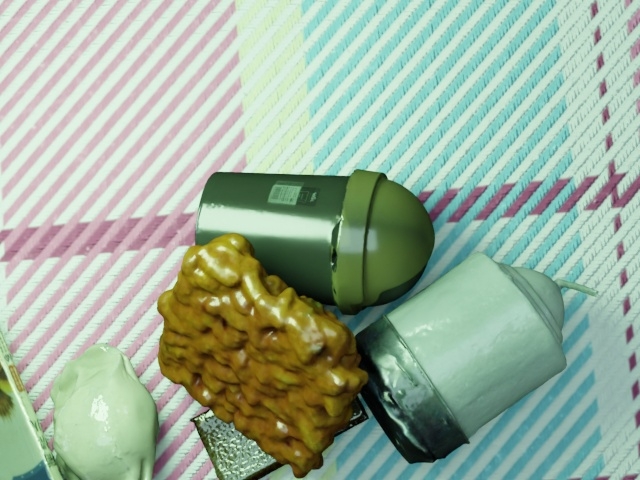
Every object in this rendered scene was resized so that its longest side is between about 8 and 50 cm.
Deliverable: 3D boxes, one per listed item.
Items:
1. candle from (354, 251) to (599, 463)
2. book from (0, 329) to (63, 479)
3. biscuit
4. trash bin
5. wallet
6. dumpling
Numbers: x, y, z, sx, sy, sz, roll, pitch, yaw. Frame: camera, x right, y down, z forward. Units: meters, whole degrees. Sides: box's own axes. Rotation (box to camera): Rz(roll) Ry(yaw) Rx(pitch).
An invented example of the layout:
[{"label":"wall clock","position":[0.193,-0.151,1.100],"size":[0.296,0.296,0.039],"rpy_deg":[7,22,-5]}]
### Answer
[{"label":"candle","position":[0.214,0.149,1.664],"size":[0.342,0.221,0.221],"rpy_deg":[-34,82,-3]},{"label":"book","position":[-0.536,0.353,1.756],"size":[0.300,0.039,0.428],"rpy_deg":[-30,77,14]},{"label":"biscuit","position":[-0.086,0.157,1.627],"size":[0.312,0.318,0.110],"rpy_deg":[36,45,13]},{"label":"trash bin","position":[0.000,0.000,1.704],"size":[0.333,0.214,0.214],"rpy_deg":[3,84,11]},{"label":"wallet","position":[-0.062,0.269,1.764],"size":[0.243,0.039,0.133],"rpy_deg":[-30,76,2]},{"label":"dumpling","position":[-0.333,0.289,1.742],"size":[0.193,0.147,0.258],"rpy_deg":[-25,73,29]}]
